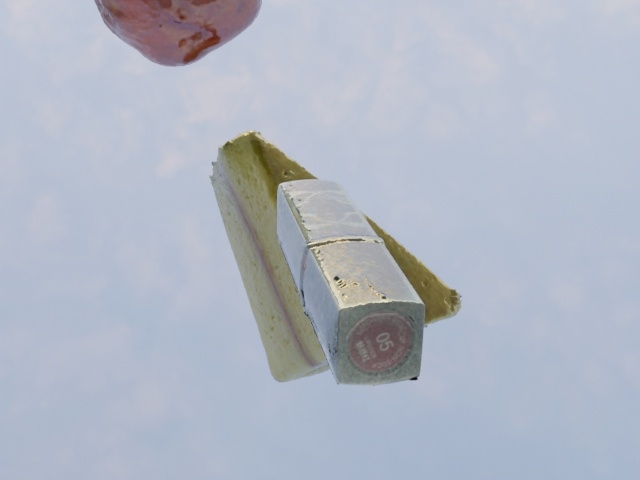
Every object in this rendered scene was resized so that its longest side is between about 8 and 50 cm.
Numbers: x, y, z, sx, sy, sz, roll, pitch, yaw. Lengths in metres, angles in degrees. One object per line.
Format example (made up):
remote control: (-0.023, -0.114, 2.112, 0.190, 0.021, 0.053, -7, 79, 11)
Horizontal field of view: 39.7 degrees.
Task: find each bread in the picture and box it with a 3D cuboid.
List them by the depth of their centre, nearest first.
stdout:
bread: (0.000, 0.000, 1.310, 0.244, 0.233, 0.362, -15, -104, -31)

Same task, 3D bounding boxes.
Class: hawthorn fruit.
hawthorn fruit: (-0.185, -0.319, 1.015, 0.207, 0.243, 0.208, -1, -93, 19)

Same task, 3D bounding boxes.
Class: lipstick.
lipstick: (0.015, 0.023, 0.789, 0.077, 0.290, 0.076, -4, -68, -11)
